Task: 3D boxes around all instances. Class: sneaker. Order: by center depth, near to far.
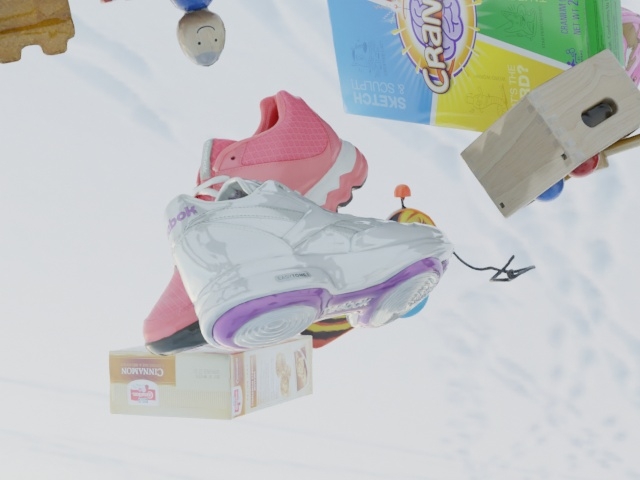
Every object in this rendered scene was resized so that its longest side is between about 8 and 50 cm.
[{"bbox_3d":[0.000,0.000,1.097,0.305,0.152,0.114,-4,143,-49],"label":"sneaker"},{"bbox_3d":[-0.088,-0.023,1.236,0.116,0.314,0.136,-16,119,50],"label":"sneaker"}]

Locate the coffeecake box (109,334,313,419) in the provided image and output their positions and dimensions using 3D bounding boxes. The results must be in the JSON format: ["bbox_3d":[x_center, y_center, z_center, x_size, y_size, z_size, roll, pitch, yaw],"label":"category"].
[{"bbox_3d":[-0.110,0.139,1.357,0.142,0.068,0.185,-1,-178,25],"label":"coffeecake box"}]

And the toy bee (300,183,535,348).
[{"bbox_3d":[0.093,0.017,1.667,0.298,0.162,0.195,-21,-179,-20],"label":"toy bee"}]

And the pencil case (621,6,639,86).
[{"bbox_3d":[0.256,-0.286,1.763,0.386,0.167,0.160,28,-157,37],"label":"pencil case"}]

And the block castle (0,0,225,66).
[{"bbox_3d":[-0.281,-0.178,0.824,0.453,0.213,0.303,-12,-169,-12],"label":"block castle"}]

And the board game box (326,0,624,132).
[{"bbox_3d":[0.143,-0.229,1.282,0.316,0.242,0.064,12,-148,41],"label":"board game box"}]

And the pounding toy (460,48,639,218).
[{"bbox_3d":[0.223,-0.088,1.099,0.141,0.100,0.130,-30,172,-34],"label":"pounding toy"}]
